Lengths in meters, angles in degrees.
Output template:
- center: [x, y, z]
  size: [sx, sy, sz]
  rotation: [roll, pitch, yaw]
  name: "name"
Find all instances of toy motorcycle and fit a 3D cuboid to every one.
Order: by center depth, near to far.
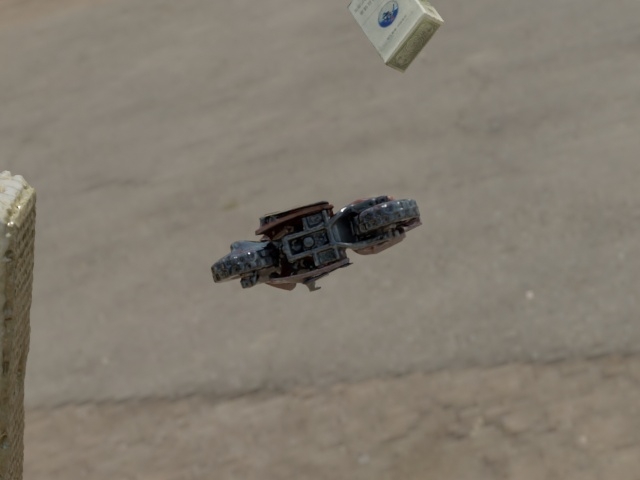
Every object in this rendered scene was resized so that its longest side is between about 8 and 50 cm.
- center: [0.000, 0.000, 1.708]
  size: [0.212, 0.084, 0.118]
  rotation: [-18, -7, 14]
  name: "toy motorcycle"

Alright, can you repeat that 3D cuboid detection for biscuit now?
- center: [-0.292, 0.156, 1.480]
  size: [0.078, 0.426, 0.144]
  rotation: [6, 15, -2]
  name: "biscuit"

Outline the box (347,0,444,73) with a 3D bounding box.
- center: [0.058, -0.177, 1.377]
  size: [0.054, 0.024, 0.083]
  rotation: [-49, 42, 19]
  name: "box"
